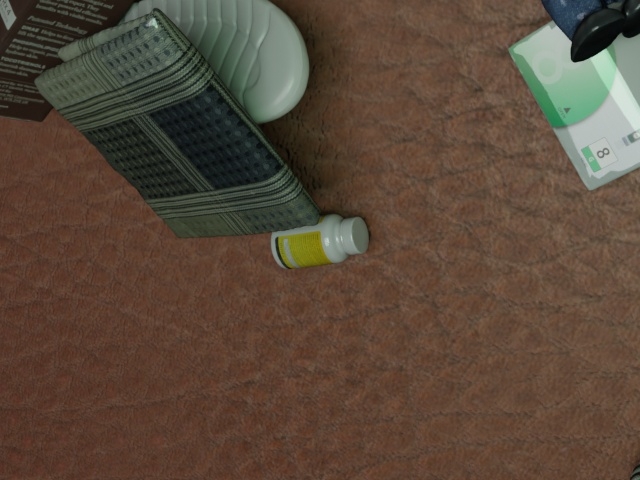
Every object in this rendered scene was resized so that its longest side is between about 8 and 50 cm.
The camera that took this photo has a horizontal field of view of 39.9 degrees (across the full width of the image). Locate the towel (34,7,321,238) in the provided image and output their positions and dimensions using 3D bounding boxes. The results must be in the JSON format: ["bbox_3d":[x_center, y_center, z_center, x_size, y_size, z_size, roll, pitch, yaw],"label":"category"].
[{"bbox_3d":[-0.179,-0.127,1.085,0.324,0.056,0.312,-4,134,50],"label":"towel"}]

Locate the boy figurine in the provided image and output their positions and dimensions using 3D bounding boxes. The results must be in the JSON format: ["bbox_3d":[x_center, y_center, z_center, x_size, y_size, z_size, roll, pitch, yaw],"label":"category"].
[{"bbox_3d":[0.238,-0.325,0.874,0.177,0.092,0.285,-24,77,3],"label":"boy figurine"}]

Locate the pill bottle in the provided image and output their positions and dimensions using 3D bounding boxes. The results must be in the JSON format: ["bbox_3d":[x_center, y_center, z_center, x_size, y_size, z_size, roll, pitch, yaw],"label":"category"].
[{"bbox_3d":[0.000,0.000,1.133,0.116,0.065,0.065,-8,102,30],"label":"pill bottle"}]

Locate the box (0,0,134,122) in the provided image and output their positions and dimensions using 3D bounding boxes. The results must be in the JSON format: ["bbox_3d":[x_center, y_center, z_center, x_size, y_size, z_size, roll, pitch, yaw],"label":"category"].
[{"bbox_3d":[-0.352,-0.347,1.137,0.381,0.143,0.191,-41,63,29],"label":"box"}]

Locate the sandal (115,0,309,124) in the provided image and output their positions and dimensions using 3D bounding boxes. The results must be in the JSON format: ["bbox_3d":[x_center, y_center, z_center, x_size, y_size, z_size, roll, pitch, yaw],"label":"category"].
[{"bbox_3d":[-0.162,-0.237,1.132,0.416,0.102,0.169,14,97,37],"label":"sandal"}]

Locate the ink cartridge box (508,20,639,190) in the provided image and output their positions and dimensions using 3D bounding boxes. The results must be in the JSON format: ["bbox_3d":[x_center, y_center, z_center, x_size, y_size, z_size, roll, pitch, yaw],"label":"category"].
[{"bbox_3d":[0.336,-0.180,0.910,0.225,0.056,0.181,-29,91,33],"label":"ink cartridge box"}]

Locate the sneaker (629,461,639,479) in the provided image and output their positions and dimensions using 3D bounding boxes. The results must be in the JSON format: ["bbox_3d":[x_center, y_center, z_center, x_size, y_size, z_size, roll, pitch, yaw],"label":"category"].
[{"bbox_3d":[0.493,0.333,0.971,0.282,0.106,0.162,3,112,38],"label":"sneaker"}]
